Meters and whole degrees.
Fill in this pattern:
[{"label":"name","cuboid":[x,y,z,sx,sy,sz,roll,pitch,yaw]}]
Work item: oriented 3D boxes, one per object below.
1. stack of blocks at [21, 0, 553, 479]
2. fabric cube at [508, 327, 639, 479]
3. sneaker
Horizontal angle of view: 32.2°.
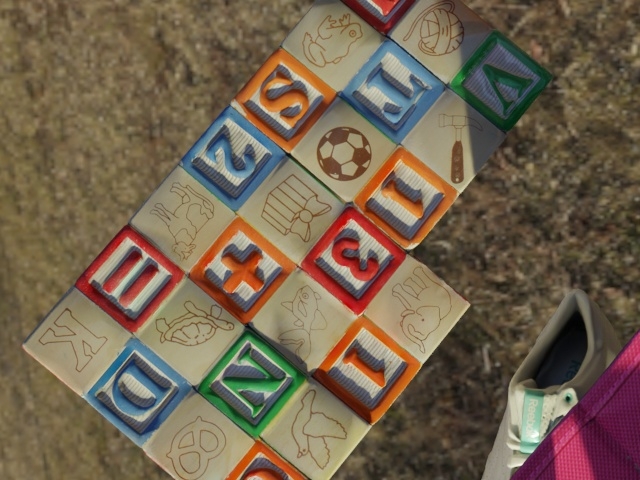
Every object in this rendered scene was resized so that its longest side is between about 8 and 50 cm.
[{"label":"stack of blocks","cuboid":[0.000,0.000,0.631,0.171,0.297,0.087,39,174,1]},{"label":"fabric cube","cuboid":[0.255,0.143,0.481,0.258,0.254,0.259,47,120,26]},{"label":"sneaker","cuboid":[0.130,0.127,0.670,0.094,0.080,0.212,62,-139,-52]}]
